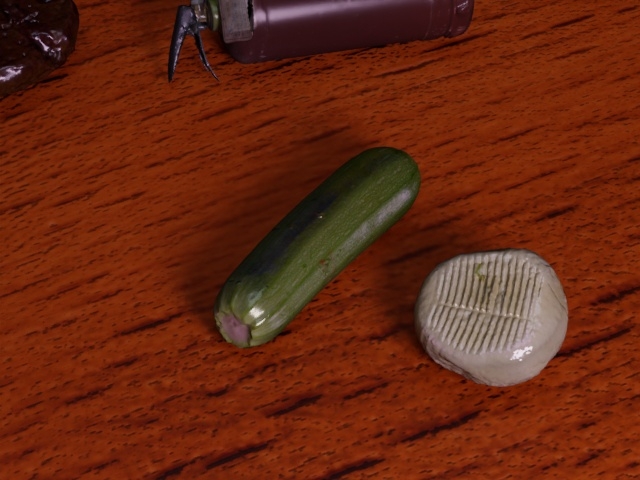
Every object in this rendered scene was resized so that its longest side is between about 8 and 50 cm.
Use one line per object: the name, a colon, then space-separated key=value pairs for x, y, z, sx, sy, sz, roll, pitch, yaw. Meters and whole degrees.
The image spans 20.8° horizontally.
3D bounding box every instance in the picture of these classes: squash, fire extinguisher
squash: x=0.000 y=0.000 z=1.337 sx=0.066 sy=0.066 sz=0.229 roll=30 pitch=51 yaw=21
fire extinguisher: x=-0.006 y=-0.202 z=1.511 sx=0.269 sy=0.105 sz=0.105 roll=-10 pitch=49 yaw=-15

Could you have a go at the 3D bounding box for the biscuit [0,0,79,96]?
biscuit: x=-0.300 y=-0.183 z=1.491 sx=0.192 sy=0.049 sz=0.192 roll=1 pitch=41 yaw=-1

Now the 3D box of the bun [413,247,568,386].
bun: x=0.128 y=0.059 z=1.291 sx=0.115 sy=0.069 sz=0.115 roll=-7 pitch=57 yaw=11
